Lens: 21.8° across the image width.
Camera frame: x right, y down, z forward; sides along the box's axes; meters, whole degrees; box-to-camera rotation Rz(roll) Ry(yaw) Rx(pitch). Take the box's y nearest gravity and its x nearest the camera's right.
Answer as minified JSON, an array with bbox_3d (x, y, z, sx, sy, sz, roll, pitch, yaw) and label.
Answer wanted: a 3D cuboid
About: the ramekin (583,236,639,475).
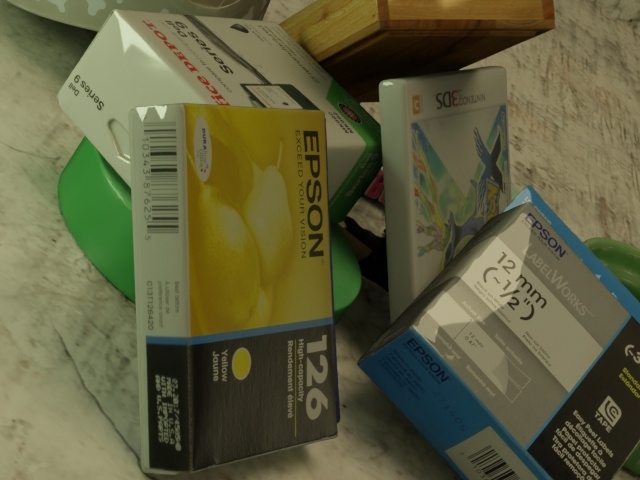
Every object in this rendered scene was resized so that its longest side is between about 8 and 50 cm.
[{"bbox_3d":[0.390,0.150,1.998,0.303,0.148,0.303,30,24,-15],"label":"ramekin"}]

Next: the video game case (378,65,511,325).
[{"bbox_3d":[0.147,-0.021,1.836,0.036,0.328,0.300,1,9,27],"label":"video game case"}]

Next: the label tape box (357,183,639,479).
[{"bbox_3d":[0.236,0.100,1.702,0.249,0.115,0.348,48,53,-1],"label":"label tape box"}]

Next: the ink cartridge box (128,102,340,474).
[{"bbox_3d":[-0.048,0.034,1.470,0.072,0.303,0.307,-2,2,35],"label":"ink cartridge box"}]

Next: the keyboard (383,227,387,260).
[{"bbox_3d":[0.156,0.038,2.045,0.180,0.023,0.108,32,23,-13],"label":"keyboard"}]

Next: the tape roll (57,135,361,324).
[{"bbox_3d":[-0.110,-0.012,1.701,0.321,0.077,0.321,30,25,-15],"label":"tape roll"}]

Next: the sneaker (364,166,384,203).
[{"bbox_3d":[0.091,-0.079,2.120,0.170,0.063,0.074,25,31,-14],"label":"sneaker"}]

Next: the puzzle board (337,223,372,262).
[{"bbox_3d":[0.000,0.000,1.914,0.096,0.011,0.128,39,23,9],"label":"puzzle board"}]

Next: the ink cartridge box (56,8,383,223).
[{"bbox_3d":[-0.089,-0.119,1.678,0.211,0.121,0.289,46,25,20],"label":"ink cartridge box"}]

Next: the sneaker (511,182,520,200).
[{"bbox_3d":[0.235,-0.008,2.150,0.256,0.094,0.151,29,25,-15],"label":"sneaker"}]

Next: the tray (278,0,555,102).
[{"bbox_3d":[0.070,-0.222,1.870,0.203,0.411,0.076,-4,84,-23],"label":"tray"}]

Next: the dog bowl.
[{"bbox_3d":[-0.218,-0.312,1.943,0.349,0.102,0.349,10,16,-3],"label":"dog bowl"}]
